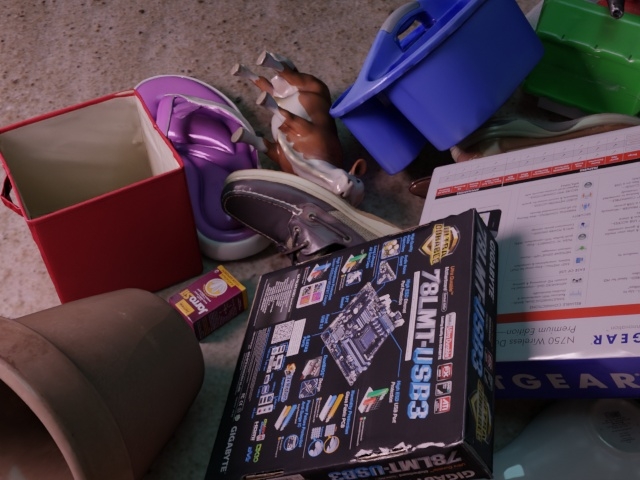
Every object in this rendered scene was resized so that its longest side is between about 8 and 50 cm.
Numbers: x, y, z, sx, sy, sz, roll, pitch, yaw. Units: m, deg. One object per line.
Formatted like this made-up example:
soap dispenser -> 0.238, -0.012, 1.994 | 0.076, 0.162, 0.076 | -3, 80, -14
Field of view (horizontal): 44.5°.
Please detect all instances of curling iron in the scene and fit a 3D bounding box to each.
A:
curling iron -> 0.473, -0.385, 1.216 | 0.068, 0.035, 0.274 | 20, 31, 16

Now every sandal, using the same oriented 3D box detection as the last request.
sandal -> -0.169, -0.145, 1.150 | 0.169, 0.102, 0.416 | -21, 52, -18

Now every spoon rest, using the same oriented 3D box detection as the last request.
spoon rest -> 0.248, 0.222, 0.833 | 0.276, 0.084, 0.137 | -1, 47, -18

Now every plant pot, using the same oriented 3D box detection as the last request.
plant pot -> -0.245, 0.158, 0.794 | 0.263, 0.263, 0.229 | 23, 35, 21

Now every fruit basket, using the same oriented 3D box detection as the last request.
fruit basket -> 0.486, -0.315, 1.296 | 0.327, 0.165, 0.353 | 24, 36, 21

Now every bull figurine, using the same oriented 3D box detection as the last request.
bull figurine -> -0.032, -0.161, 1.141 | 0.101, 0.188, 0.310 | -43, 34, 22

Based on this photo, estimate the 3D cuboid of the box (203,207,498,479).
box -> 0.039, 0.124, 0.825 | 0.293, 0.073, 0.295 | -18, 39, 28

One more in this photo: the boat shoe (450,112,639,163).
boat shoe -> 0.345, -0.101, 1.105 | 0.324, 0.123, 0.116 | -4, 66, -8

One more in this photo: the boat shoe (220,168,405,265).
boat shoe -> 0.000, 0.000, 0.992 | 0.285, 0.103, 0.092 | 24, 55, -4

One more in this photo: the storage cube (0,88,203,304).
storage cube -> -0.280, -0.045, 1.000 | 0.215, 0.193, 0.184 | -23, 51, -18

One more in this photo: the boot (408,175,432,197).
boot -> 0.178, -0.038, 1.095 | 0.106, 0.037, 0.114 | -1, 52, 3

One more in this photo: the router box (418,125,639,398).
router box -> 0.258, 0.024, 0.870 | 0.335, 0.082, 0.301 | -8, 48, 37

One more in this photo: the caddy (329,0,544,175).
caddy -> 0.158, -0.254, 1.119 | 0.179, 0.241, 0.341 | 51, 55, -12

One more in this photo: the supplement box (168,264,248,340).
supplement box -> -0.140, 0.078, 0.983 | 0.083, 0.043, 0.055 | -34, 57, -26
